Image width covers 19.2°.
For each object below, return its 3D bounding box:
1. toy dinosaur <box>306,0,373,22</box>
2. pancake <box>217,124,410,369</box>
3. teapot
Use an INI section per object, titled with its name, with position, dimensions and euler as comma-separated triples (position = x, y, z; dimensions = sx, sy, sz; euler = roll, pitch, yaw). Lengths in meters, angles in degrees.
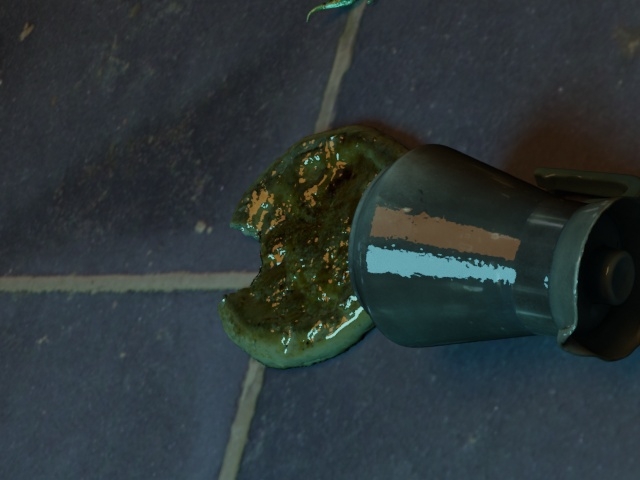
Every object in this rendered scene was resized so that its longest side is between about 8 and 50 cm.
[toy dinosaur]
position = 0.029, -0.244, 1.896
dimensions = 0.062, 0.021, 0.083
euler = 29, 87, 35
[pancake]
position = 0.000, 0.000, 1.767
dimensions = 0.253, 0.037, 0.253
euler = -23, 52, 33
[teapot]
position = 0.160, 0.006, 1.542
dimensions = 0.225, 0.171, 0.203
euler = 10, 43, 38
